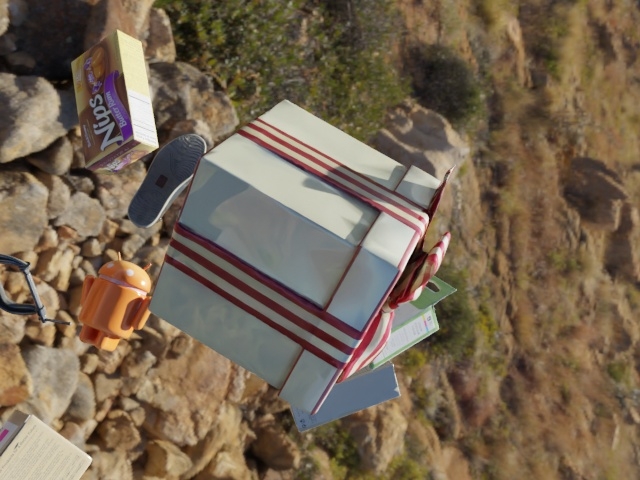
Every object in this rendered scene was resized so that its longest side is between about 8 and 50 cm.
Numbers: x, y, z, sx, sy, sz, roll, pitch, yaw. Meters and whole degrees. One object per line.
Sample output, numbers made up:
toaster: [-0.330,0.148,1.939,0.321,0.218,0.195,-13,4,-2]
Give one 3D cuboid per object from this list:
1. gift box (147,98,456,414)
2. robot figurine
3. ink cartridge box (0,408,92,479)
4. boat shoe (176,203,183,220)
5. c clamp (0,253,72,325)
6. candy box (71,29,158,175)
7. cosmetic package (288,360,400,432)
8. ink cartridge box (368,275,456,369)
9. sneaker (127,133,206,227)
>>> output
gift box: [0.000,0.000,0.783,0.276,0.258,0.255,-52,171,-52]
robot figurine: [-0.473,0.139,1.548,0.128,0.158,0.219,30,76,-35]
ink cartridge box: [-0.636,0.508,1.424,0.193,0.088,0.235,53,56,-31]
boat shoe: [-0.171,-0.074,1.076,0.081,0.068,0.228,-62,172,30]
c clamp: [-0.530,0.087,1.207,0.022,0.137,0.161,-73,159,-52]
candy box: [-0.311,-0.205,1.013,0.053,0.109,0.187,17,56,-56]
cosmetic package: [0.055,0.422,1.953,0.309,0.160,0.113,-17,109,-8]
ink cartridge box: [0.147,0.145,1.269,0.209,0.109,0.062,-29,119,-16]
sneaker: [-0.320,-0.122,1.397,0.083,0.118,0.222,38,81,-8]
